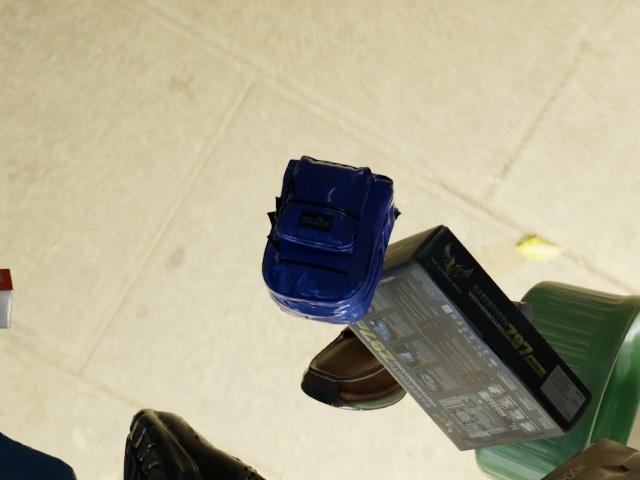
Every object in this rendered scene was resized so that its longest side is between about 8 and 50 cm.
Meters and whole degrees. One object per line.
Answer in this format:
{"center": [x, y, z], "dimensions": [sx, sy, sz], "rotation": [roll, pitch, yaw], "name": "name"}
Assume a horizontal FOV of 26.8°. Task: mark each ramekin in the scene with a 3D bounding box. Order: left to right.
{"center": [0.314, 0.198, 1.728], "dimensions": [0.148, 0.303, 0.303], "rotation": [17, 112, 23], "name": "ramekin"}

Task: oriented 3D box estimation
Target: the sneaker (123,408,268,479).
{"center": [-0.060, 0.263, 1.172], "dimensions": [0.140, 0.341, 0.125], "rotation": [-9, 126, -35], "name": "sneaker"}

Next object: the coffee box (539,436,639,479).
{"center": [0.210, 0.323, 1.021], "dimensions": [0.119, 0.168, 0.297], "rotation": [17, 113, 35], "name": "coffee box"}

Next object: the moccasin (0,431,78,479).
{"center": [-0.442, 0.290, 1.637], "dimensions": [0.117, 0.137, 0.342], "rotation": [-25, 134, 24], "name": "moccasin"}

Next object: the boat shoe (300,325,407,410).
{"center": [0.087, 0.123, 1.740], "dimensions": [0.123, 0.324, 0.119], "rotation": [18, 111, 28], "name": "boat shoe"}

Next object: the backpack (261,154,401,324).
{"center": [0.000, 0.000, 1.059], "dimensions": [0.098, 0.101, 0.120], "rotation": [10, 71, 16], "name": "backpack"}

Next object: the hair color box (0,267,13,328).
{"center": [-0.455, 0.075, 1.659], "dimensions": [0.141, 0.043, 0.072], "rotation": [-2, 132, -21], "name": "hair color box"}

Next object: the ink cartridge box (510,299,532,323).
{"center": [0.173, 0.108, 1.541], "dimensions": [0.143, 0.090, 0.092], "rotation": [7, 89, 20], "name": "ink cartridge box"}

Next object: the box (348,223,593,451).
{"center": [0.131, 0.103, 1.333], "dimensions": [0.232, 0.183, 0.059], "rotation": [49, 59, -9], "name": "box"}
